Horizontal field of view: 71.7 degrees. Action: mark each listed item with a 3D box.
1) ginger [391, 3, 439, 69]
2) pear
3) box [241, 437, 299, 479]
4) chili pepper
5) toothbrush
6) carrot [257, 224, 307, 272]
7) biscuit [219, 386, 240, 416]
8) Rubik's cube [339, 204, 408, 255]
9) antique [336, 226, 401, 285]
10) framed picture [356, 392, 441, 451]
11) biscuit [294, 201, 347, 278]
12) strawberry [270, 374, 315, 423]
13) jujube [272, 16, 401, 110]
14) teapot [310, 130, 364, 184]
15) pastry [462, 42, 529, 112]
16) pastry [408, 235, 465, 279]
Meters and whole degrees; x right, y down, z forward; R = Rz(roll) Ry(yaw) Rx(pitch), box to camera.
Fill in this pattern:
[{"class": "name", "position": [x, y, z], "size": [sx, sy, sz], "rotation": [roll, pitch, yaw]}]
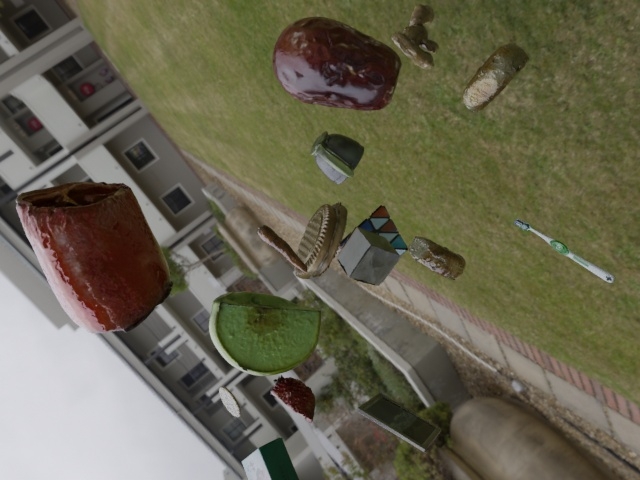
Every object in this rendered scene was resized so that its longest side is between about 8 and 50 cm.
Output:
[{"class": "ginger", "position": [0.290, -0.581, 1.269], "size": [0.149, 0.258, 0.065], "rotation": [45, 141, -21]}, {"class": "pear", "position": [-0.201, 0.292, 1.436], "size": [0.343, 0.238, 0.318], "rotation": [9, 176, -20]}, {"class": "box", "position": [-0.138, 0.767, 1.375], "size": [0.244, 0.092, 0.153], "rotation": [60, 135, 25]}, {"class": "chili pepper", "position": [-0.467, 0.017, 0.959], "size": [0.229, 0.251, 0.305], "rotation": [11, 123, 34]}, {"class": "toothbrush", "position": [0.697, 0.023, 1.274], "size": [0.304, 0.030, 0.030], "rotation": [39, 166, 27]}, {"class": "carrot", "position": [-0.091, 0.021, 1.094], "size": [0.165, 0.035, 0.036], "rotation": [42, 171, -6]}, {"class": "biscuit", "position": [-0.389, 0.693, 1.904], "size": [0.152, 0.020, 0.152], "rotation": [26, 130, 36]}, {"class": "Rubik's cube", "position": [0.179, 0.031, 1.827], "size": [0.249, 0.235, 0.284], "rotation": [97, 161, -46]}, {"class": "antique", "position": [0.160, 0.052, 1.538], "size": [0.152, 0.146, 0.148], "rotation": [19, -154, -33]}, {"class": "framed picture", "position": [0.275, 0.628, 1.540], "size": [0.260, 0.023, 0.189], "rotation": [23, -169, 30]}, {"class": "biscuit", "position": [0.000, 0.000, 1.334], "size": [0.079, 0.259, 0.259], "rotation": [22, 177, -14]}, {"class": "strawberry", "position": [-0.074, 0.462, 1.323], "size": [0.140, 0.085, 0.192], "rotation": [38, 165, -3]}, {"class": "jujube", "position": [0.038, -0.437, 1.120], "size": [0.318, 0.222, 0.223], "rotation": [18, 165, 5]}, {"class": "teapot", "position": [0.060, -0.411, 2.237], "size": [0.239, 0.321, 0.239], "rotation": [32, 136, -16]}, {"class": "pastry", "position": [0.490, -0.465, 1.268], "size": [0.093, 0.182, 0.192], "rotation": [40, 157, -1]}, {"class": "pastry", "position": [0.428, 0.062, 1.631], "size": [0.219, 0.100, 0.229], "rotation": [30, -170, 11]}]
